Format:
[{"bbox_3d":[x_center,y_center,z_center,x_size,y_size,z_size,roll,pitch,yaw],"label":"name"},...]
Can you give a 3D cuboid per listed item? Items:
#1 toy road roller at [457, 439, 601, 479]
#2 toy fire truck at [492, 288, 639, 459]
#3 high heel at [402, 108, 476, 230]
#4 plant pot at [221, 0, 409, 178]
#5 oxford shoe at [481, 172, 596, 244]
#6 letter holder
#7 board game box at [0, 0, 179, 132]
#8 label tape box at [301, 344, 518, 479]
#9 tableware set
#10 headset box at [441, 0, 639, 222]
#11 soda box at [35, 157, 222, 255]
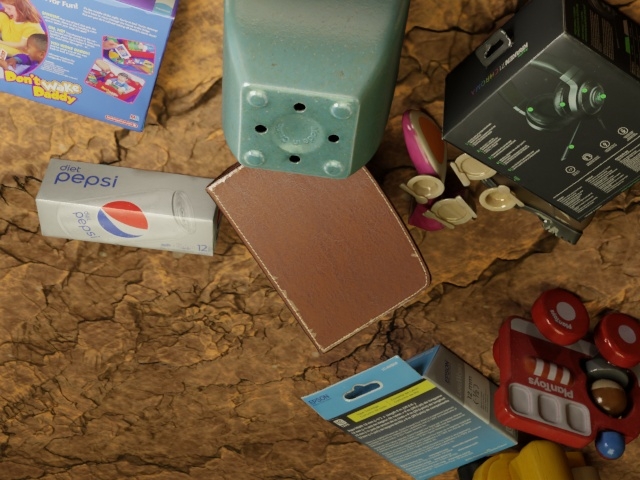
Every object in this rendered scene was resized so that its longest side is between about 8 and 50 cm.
[{"bbox_3d":[0.445,0.495,2.224,0.330,0.202,0.240,3,147,-24],"label":"toy road roller"},{"bbox_3d":[0.433,0.247,1.965,0.302,0.253,0.169,21,138,-15],"label":"toy fire truck"},{"bbox_3d":[0.145,-0.103,1.753,0.117,0.082,0.244,-8,143,28],"label":"high heel"},{"bbox_3d":[-0.015,-0.221,1.497,0.247,0.252,0.247,7,140,0],"label":"plant pot"},{"bbox_3d":[0.321,-0.090,1.745,0.227,0.083,0.096,28,110,-17],"label":"oxford shoe"},{"bbox_3d":[0.012,-0.026,1.714,0.214,0.152,0.302,-33,97,13],"label":"letter holder"},{"bbox_3d":[-0.386,-0.300,1.596,0.347,0.078,0.233,16,139,-10],"label":"board game box"},{"bbox_3d":[0.173,0.308,2.190,0.249,0.115,0.348,-30,125,35],"label":"label tape box"},{"bbox_3d":[0.209,-0.071,1.689,0.169,0.020,0.141,-20,137,34],"label":"tableware set"},{"bbox_3d":[0.335,-0.190,1.568,0.283,0.131,0.246,27,136,-21],"label":"headset box"},{"bbox_3d":[-0.305,-0.053,1.856,0.286,0.098,0.091,8,139,1],"label":"soda box"}]
